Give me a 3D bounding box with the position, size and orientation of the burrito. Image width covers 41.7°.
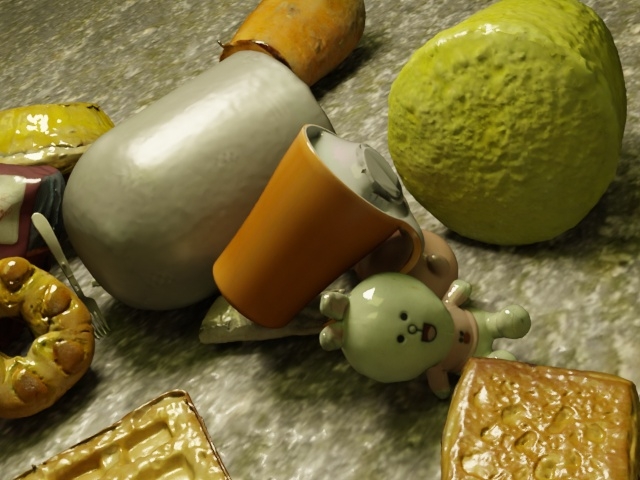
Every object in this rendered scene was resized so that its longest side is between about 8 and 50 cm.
[{"bbox_3d":[-0.061,0.109,1.226,0.225,0.060,0.087,-5,42,15],"label":"burrito"}]

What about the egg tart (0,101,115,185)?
[{"bbox_3d":[-0.513,-0.165,1.554,0.387,0.169,0.388,-9,4,1],"label":"egg tart"}]

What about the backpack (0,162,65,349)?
[{"bbox_3d":[-0.557,0.022,1.335,0.283,0.317,0.197,9,13,1],"label":"backpack"}]

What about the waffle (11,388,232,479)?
[{"bbox_3d":[-0.220,0.347,0.960,0.304,0.078,0.348,-27,37,-16],"label":"waffle"}]

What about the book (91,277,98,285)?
[{"bbox_3d":[-0.325,0.011,1.492,0.127,0.014,0.182,-7,37,12],"label":"book"}]

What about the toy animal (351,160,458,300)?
[{"bbox_3d":[0.097,0.007,1.227,0.166,0.154,0.250,-33,56,-5],"label":"toy animal"}]

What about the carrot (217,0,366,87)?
[{"bbox_3d":[-0.049,-0.443,1.818,0.224,0.224,0.341,11,47,31],"label":"carrot"}]

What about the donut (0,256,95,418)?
[{"bbox_3d":[-0.442,0.141,1.200,0.226,0.227,0.114,-38,4,-28],"label":"donut"}]

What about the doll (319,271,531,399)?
[{"bbox_3d":[0.121,0.118,1.054,0.274,0.155,0.113,8,-5,-13],"label":"doll"}]

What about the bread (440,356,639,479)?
[{"bbox_3d":[0.236,0.240,0.912,0.210,0.099,0.235,4,43,20],"label":"bread"}]

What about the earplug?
[{"bbox_3d":[-0.199,-0.077,1.311,0.394,0.313,0.312,-34,40,-23],"label":"earplug"}]

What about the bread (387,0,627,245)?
[{"bbox_3d":[0.297,-0.192,1.282,0.348,0.348,0.308,6,31,27],"label":"bread"}]

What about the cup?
[{"bbox_3d":[0.000,0.000,1.108,0.264,0.226,0.182,-48,-4,20],"label":"cup"}]

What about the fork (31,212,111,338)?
[{"bbox_3d":[-0.389,0.055,1.297,0.034,0.219,0.028,-31,21,-17],"label":"fork"}]
